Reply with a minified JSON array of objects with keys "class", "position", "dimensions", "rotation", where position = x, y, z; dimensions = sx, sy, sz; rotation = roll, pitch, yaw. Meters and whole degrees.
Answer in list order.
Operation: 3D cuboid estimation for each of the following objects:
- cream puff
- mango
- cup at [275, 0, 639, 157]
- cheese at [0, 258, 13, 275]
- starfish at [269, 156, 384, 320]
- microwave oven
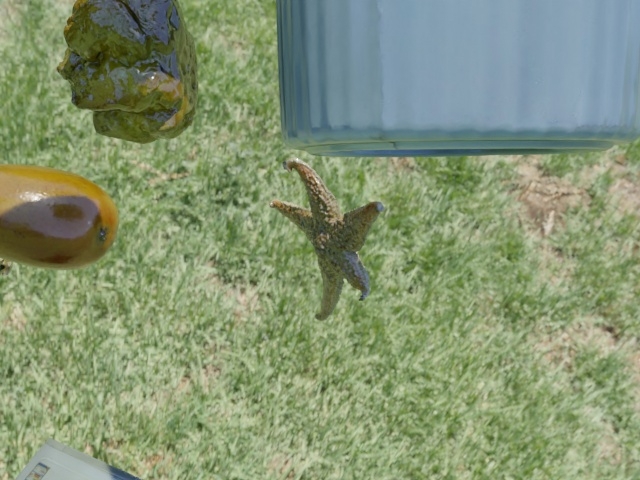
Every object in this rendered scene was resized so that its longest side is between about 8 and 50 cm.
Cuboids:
[{"class":"cream puff","position":[-0.264,-0.255,1.034],"dimensions":[0.244,0.196,0.244],"rotation":[38,44,-48]},{"class":"mango","position":[-0.355,-0.032,0.867],"dimensions":[0.220,0.121,0.151],"rotation":[11,4,-19]},{"class":"cup","position":[0.091,-0.217,0.521],"dimensions":[0.256,0.312,0.331],"rotation":[0,5,1]},{"class":"cheese","position":[-0.609,0.053,1.103],"dimensions":[0.315,0.128,0.259],"rotation":[-7,26,28]},{"class":"starfish","position":[0.004,-0.003,1.022],"dimensions":[0.048,0.295,0.231],"rotation":[-25,63,-27]},{"class":"microwave oven","position":[-0.312,0.382,0.961],"dimensions":[0.204,0.129,0.163],"rotation":[12,50,29]}]
